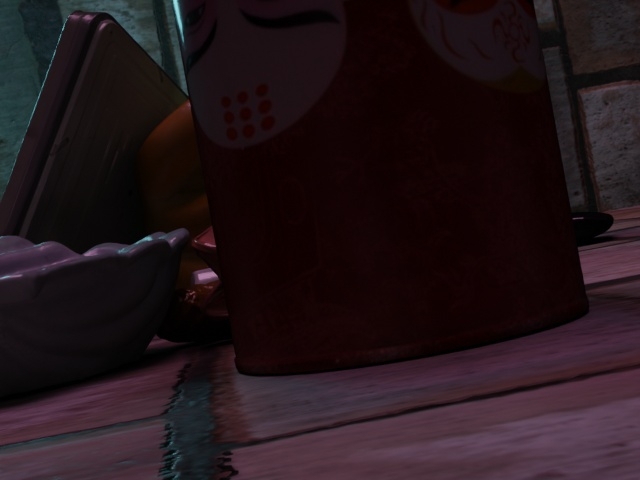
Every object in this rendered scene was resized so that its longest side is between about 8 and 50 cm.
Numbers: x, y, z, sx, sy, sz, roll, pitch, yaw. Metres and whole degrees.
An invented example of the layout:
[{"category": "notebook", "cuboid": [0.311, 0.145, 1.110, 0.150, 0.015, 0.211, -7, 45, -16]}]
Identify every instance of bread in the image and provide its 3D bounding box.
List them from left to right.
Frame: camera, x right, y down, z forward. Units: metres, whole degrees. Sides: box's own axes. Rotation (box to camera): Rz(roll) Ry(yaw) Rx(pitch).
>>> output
[{"category": "bread", "cuboid": [-0.069, 0.052, 0.895, 0.052, 0.044, 0.157, -18, -6, 43]}, {"category": "bread", "cuboid": [-0.042, -0.056, 1.172, 0.211, 0.270, 0.315, 9, 15, 34]}]

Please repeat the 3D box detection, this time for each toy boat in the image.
[{"category": "toy boat", "cuboid": [-0.193, 0.048, 0.769, 0.199, 0.100, 0.290, -11, -1, 10]}]

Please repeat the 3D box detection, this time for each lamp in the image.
[{"category": "lamp", "cuboid": [-0.217, -0.062, 1.132, 0.047, 0.267, 0.269, 12, -14, 22]}]

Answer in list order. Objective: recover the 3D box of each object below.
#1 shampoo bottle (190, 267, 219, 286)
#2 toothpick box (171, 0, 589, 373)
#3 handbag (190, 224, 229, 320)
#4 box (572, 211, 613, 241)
[{"category": "shampoo bottle", "cuboid": [-0.023, 0.028, 0.993, 0.192, 0.074, 0.074, -9, 0, -4]}, {"category": "toothpick box", "cuboid": [0.021, -0.109, 0.615, 0.204, 0.334, 0.204, -10, -1, 0]}, {"category": "handbag", "cuboid": [0.000, 0.000, 0.867, 0.157, 0.059, 0.212, 1, 18, 14]}, {"category": "box", "cuboid": [0.263, -0.008, 1.388, 0.212, 0.042, 0.201, -9, 0, 17]}]
